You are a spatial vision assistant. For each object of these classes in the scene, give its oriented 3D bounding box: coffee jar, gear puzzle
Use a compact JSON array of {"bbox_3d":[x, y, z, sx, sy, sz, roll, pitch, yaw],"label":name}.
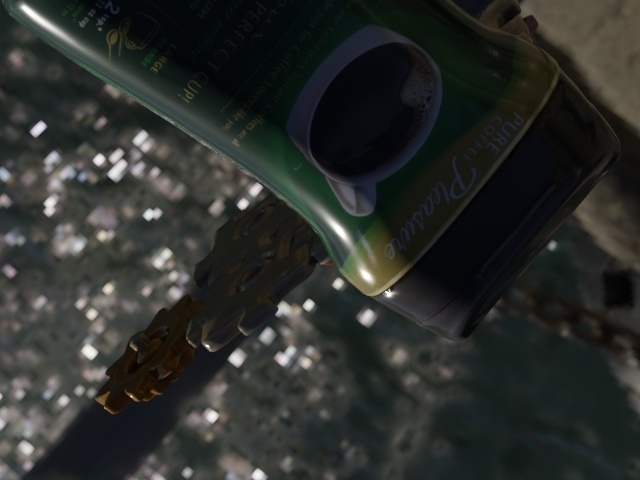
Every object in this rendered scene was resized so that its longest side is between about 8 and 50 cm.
[{"bbox_3d":[0.000,-0.055,0.593,0.184,0.096,0.079,39,-173,-10],"label":"coffee jar"},{"bbox_3d":[0.000,0.000,1.088,0.339,0.175,0.044,-39,108,14],"label":"gear puzzle"}]
